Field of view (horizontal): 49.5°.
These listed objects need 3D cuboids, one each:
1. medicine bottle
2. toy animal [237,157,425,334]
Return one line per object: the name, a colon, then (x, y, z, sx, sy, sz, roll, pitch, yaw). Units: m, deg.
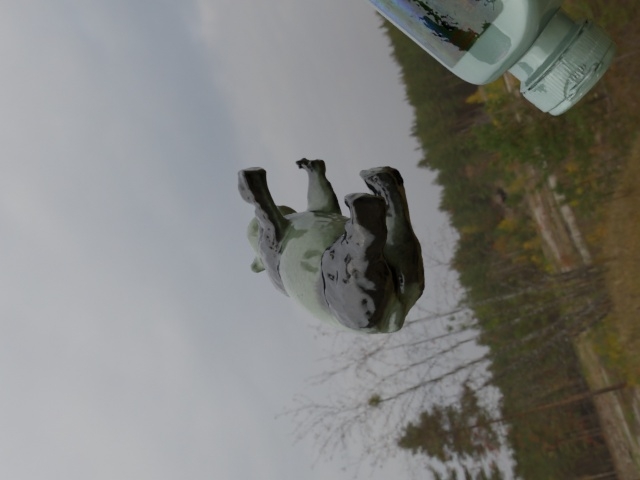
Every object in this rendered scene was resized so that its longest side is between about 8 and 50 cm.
medicine bottle: (0.097, -0.181, 0.481, 0.229, 0.083, 0.121, 40, 161, -2)
toy animal: (0.000, 0.000, 0.559, 0.225, 0.094, 0.121, 18, 117, 50)
